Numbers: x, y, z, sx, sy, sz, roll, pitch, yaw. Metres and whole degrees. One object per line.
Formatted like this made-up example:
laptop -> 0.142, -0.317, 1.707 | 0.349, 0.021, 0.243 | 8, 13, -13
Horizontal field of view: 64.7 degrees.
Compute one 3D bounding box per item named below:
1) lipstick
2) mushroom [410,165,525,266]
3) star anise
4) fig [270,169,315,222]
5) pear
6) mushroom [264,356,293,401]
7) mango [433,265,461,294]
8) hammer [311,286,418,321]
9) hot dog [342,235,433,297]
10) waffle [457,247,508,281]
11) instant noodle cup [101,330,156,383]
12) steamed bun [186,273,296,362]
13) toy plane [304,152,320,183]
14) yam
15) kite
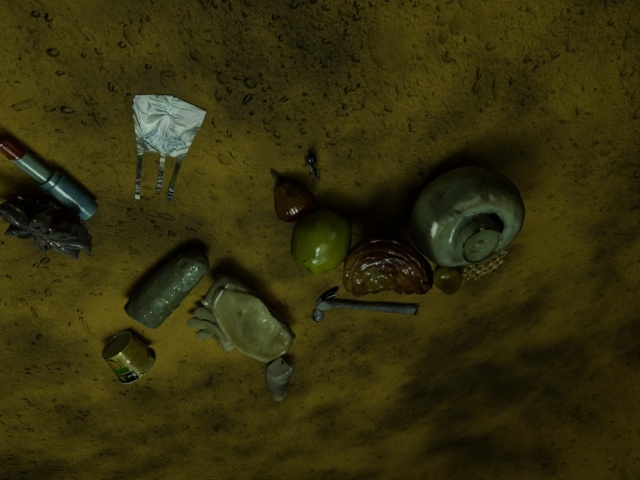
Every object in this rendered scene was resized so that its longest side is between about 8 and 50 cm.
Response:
lipstick -> -0.675, -0.154, 1.244 | 0.068, 0.061, 0.274 | -11, 139, 27
mushroom -> 0.446, -0.063, 1.535 | 0.352, 0.260, 0.352 | -8, 128, -10
star anise -> -0.697, -0.046, 1.286 | 0.223, 0.109, 0.236 | -9, 145, 45
fig -> -0.093, -0.123, 1.446 | 0.119, 0.153, 0.119 | -42, 170, -9
pear -> -0.001, -0.001, 1.505 | 0.198, 0.198, 0.198 | -9, 133, -9
mushroom -> -0.170, 0.554, 2.021 | 0.108, 0.096, 0.247 | -4, 137, -14
mango -> 0.466, 0.146, 1.855 | 0.103, 0.076, 0.161 | -20, 138, 12
hammer -> 0.179, 0.254, 1.894 | 0.426, 0.044, 0.152 | 9, 127, -25
hot dog -> 0.211, 0.091, 1.567 | 0.266, 0.174, 0.387 | -1, 172, 17
waffle -> 0.596, 0.084, 1.861 | 0.191, 0.046, 0.161 | -13, 136, -2
instant noodle cup -> -0.650, 0.387, 1.695 | 0.151, 0.151, 0.122 | -27, 124, 8
steamed bun -> -0.285, 0.280, 1.704 | 0.247, 0.189, 0.428 | -51, 133, -9
toy plane -> -0.021, -0.203, 1.412 | 0.031, 0.049, 0.121 | -17, 151, 0
yam -> -0.462, 0.147, 1.541 | 0.330, 0.133, 0.133 | -41, 130, 18
kite -> -0.416, -0.230, 1.290 | 0.169, 0.015, 0.310 | 11, 124, -26
